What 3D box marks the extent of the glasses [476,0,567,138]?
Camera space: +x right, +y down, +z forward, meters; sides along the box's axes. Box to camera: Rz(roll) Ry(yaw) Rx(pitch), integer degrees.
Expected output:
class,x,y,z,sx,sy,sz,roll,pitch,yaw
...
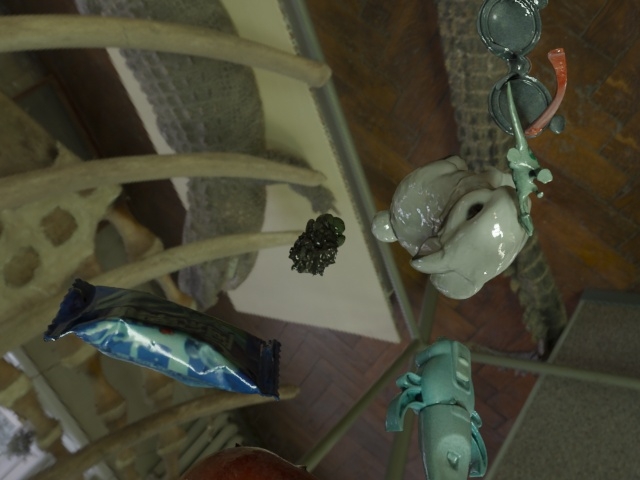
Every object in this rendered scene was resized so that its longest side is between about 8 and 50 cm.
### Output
class,x,y,z,sx,sy,sz,roll,pitch,yaw
glasses,0.297,-0.275,0.886,0.268,0.118,0.234,99,166,-84

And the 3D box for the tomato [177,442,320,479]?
class,x,y,z,sx,sy,sz,roll,pitch,yaw
tomato,-0.108,0.431,0.936,0.265,0.265,0.265,25,139,24

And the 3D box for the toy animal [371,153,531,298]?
class,x,y,z,sx,sy,sz,roll,pitch,yaw
toy animal,0.221,-0.024,1.105,0.258,0.357,0.194,-35,102,9

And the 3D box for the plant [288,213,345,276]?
class,x,y,z,sx,sy,sz,roll,pitch,yaw
plant,0.000,0.000,1.091,0.085,0.174,0.087,-11,107,20

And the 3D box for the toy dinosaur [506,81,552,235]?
class,x,y,z,sx,sy,sz,roll,pitch,yaw
toy dinosaur,0.266,-0.104,0.890,0.106,0.044,0.187,37,-144,-75

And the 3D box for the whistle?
class,x,y,z,sx,sy,sz,roll,pitch,yaw
whistle,0.186,0.254,1.010,0.186,0.274,0.093,34,130,-21

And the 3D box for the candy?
class,x,y,z,sx,sy,sz,roll,pitch,yaw
candy,-0.208,0.142,0.961,0.331,0.187,0.077,22,106,-12
